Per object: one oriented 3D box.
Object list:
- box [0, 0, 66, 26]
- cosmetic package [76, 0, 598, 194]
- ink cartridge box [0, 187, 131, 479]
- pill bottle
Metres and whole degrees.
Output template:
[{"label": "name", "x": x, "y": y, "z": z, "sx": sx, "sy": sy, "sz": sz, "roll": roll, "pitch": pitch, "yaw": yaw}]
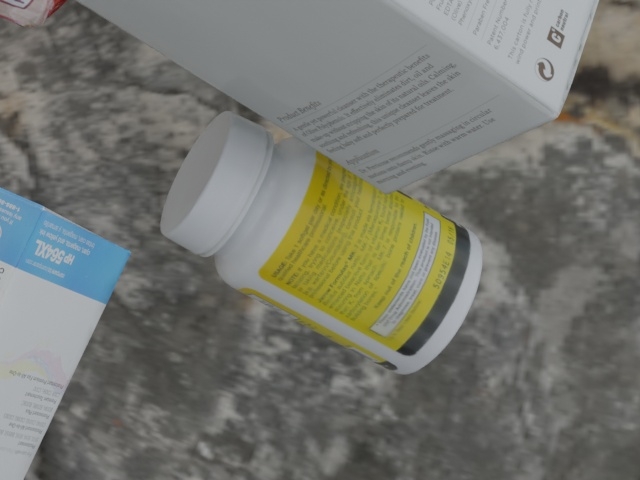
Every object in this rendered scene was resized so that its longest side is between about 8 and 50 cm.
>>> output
[{"label": "box", "x": -0.058, "y": -0.191, "z": 0.342, "sx": 0.122, "sy": 0.128, "sz": 0.257, "roll": 22, "pitch": 124, "yaw": 2}, {"label": "cosmetic package", "x": -0.029, "y": -0.196, "z": 1.073, "sx": 0.365, "sy": 0.197, "sz": 0.155, "roll": 33, "pitch": 62, "yaw": -22}, {"label": "ink cartridge box", "x": -0.169, "y": 0.044, "z": 0.801, "sx": 0.092, "sy": 0.090, "sz": 0.143, "roll": 22, "pitch": 85, "yaw": 22}, {"label": "pill bottle", "x": 0.000, "y": 0.000, "z": 1.258, "sx": 0.208, "sy": 0.119, "sz": 0.119, "roll": 29, "pitch": 80, "yaw": -18}]
